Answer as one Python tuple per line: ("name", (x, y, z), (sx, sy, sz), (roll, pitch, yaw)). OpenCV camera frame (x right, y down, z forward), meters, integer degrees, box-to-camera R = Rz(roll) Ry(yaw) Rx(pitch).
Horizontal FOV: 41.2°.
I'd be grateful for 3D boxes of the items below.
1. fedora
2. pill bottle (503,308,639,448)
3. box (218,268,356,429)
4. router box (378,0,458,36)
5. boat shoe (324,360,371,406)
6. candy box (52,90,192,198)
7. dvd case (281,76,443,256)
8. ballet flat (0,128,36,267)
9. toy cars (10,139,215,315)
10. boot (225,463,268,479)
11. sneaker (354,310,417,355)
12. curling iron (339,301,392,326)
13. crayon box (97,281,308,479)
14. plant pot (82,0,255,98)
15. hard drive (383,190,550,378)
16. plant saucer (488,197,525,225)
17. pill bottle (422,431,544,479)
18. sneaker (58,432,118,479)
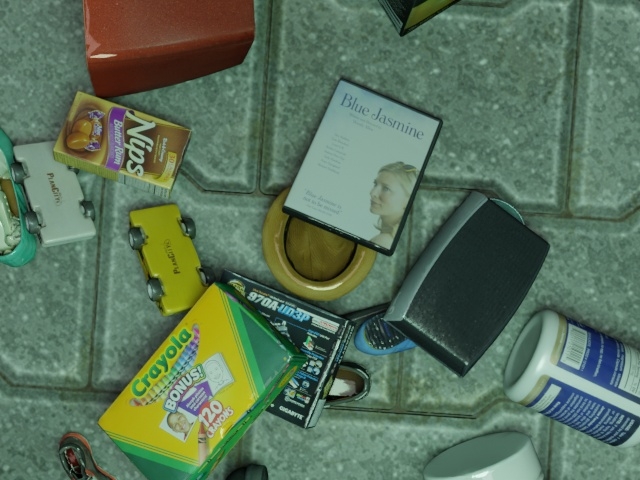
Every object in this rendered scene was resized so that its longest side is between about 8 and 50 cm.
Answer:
("fedora", (0.000, 0.000, 1.335), (0.195, 0.079, 0.194), (0, 81, 0))
("pill bottle", (0.428, 0.224, 1.297), (0.265, 0.153, 0.153), (25, 90, 0))
("box", (-0.080, 0.163, 1.296), (0.220, 0.051, 0.175), (21, 88, 18))
("router box", (0.238, -0.439, 1.253), (0.309, 0.243, 0.081), (-32, 90, 1))
("boat shoe", (-0.036, 0.223, 1.338), (0.233, 0.079, 0.083), (-1, 92, 2))
("candy box", (-0.306, -0.148, 1.325), (0.187, 0.053, 0.109), (19, 70, -8))
("dvd case", (0.070, -0.117, 1.316), (0.181, 0.022, 0.253), (23, 67, 0))
("ballet flat", (-0.508, -0.078, 1.333), (0.083, 0.087, 0.247), (-17, 90, 1))
("toy cars", (-0.328, -0.009, 1.328), (0.394, 0.087, 0.176), (30, 52, 1))
("boot", (-0.315, 0.504, 1.311), (0.446, 0.146, 0.366), (6, 91, 4))
("sneaker", (0.151, 0.136, 1.350), (0.210, 0.082, 0.069), (-11, 75, -18))
("curling iron", (-0.015, 0.134, 1.356), (0.274, 0.035, 0.068), (-11, 90, 1))
("crayon box", (-0.172, 0.219, 1.244), (0.165, 0.081, 0.278), (41, 95, 19))
("plant pot", (-0.225, -0.364, 1.259), (0.236, 0.267, 0.267), (-3, 90, -11))
("hard drive", (0.232, 0.063, 1.302), (0.172, 0.054, 0.254), (37, 78, -2))
("plant saucer", (0.268, -0.008, 1.362), (0.120, 0.021, 0.119), (0, 91, 0))
("pill bottle", (0.293, 0.487, 1.272), (0.204, 0.204, 0.360), (-21, 90, 0))
("sneaker", (-0.368, 0.381, 1.343), (0.061, 0.065, 0.158), (-36, 92, 0))
